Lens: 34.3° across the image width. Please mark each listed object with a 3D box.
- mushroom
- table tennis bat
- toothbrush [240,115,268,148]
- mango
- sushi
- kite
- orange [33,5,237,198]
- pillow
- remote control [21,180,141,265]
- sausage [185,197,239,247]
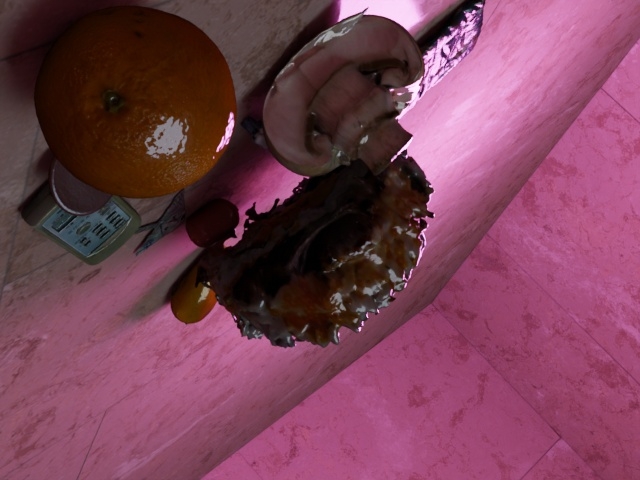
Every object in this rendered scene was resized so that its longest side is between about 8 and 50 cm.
[{"bbox_3d":[0.047,-0.188,1.469,0.253,0.195,0.189,-44,177,9],"label":"mushroom"},{"bbox_3d":[-0.252,-0.095,1.193,0.155,0.019,0.098,-50,136,-27],"label":"table tennis bat"},{"bbox_3d":[-0.039,-0.146,1.664,0.042,0.040,0.418,-44,166,10],"label":"toothbrush"},{"bbox_3d":[-0.206,0.078,1.817,0.101,0.066,0.188,-22,145,-58],"label":"mango"},{"bbox_3d":[0.001,-0.002,1.619,0.417,0.176,0.417,-35,-161,14],"label":"sushi"},{"bbox_3d":[-0.240,-0.025,1.526,0.137,0.005,0.152,-52,164,21],"label":"kite"},{"bbox_3d":[-0.178,-0.133,1.002,0.206,0.206,0.206,-41,166,-13],"label":"orange"},{"bbox_3d":[0.197,-0.316,1.839,0.255,0.034,0.189,-41,166,-11],"label":"pillow"},{"bbox_3d":[-0.294,-0.029,1.304,0.098,0.038,0.233,-43,165,-5],"label":"remote control"},{"bbox_3d":[-0.168,-0.026,1.624,0.094,0.054,0.059,-35,163,-31],"label":"sausage"}]
